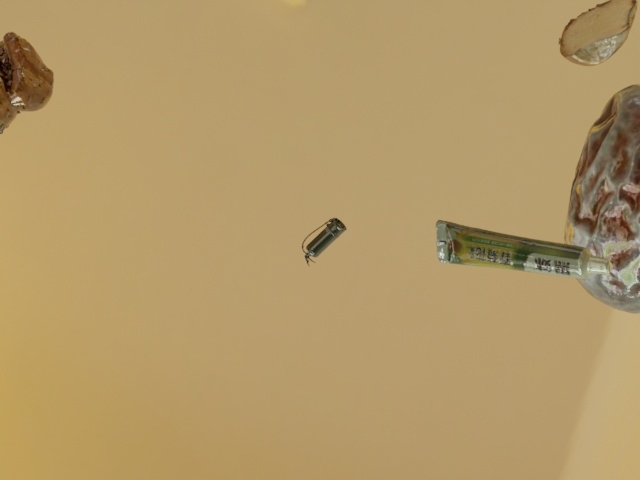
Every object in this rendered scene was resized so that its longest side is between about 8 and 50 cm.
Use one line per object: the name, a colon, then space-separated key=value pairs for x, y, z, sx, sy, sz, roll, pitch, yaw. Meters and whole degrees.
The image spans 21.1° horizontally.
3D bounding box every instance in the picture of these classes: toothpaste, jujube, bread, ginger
toothpaste: x=0.208 y=0.014 z=1.782 sx=0.204 sy=0.031 sz=0.049 roll=9 pitch=-66 yaw=34
jujube: x=0.446 y=-0.054 z=2.353 sx=0.246 sy=0.215 sz=0.308 roll=-151 pitch=-108 yaw=-67
bread: x=0.419 y=-0.308 z=2.562 sx=0.126 sy=0.044 sz=0.129 roll=-24 pitch=-155 yaw=32
ginger: x=-0.380 y=-0.201 z=2.081 sx=0.103 sy=0.073 sz=0.162 roll=-29 pitch=-143 yaw=-2

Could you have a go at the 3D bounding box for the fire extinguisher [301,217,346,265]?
fire extinguisher: x=0.000 y=0.000 z=2.606 sx=0.083 sy=0.038 sz=0.025 roll=-45 pitch=179 yaw=17
